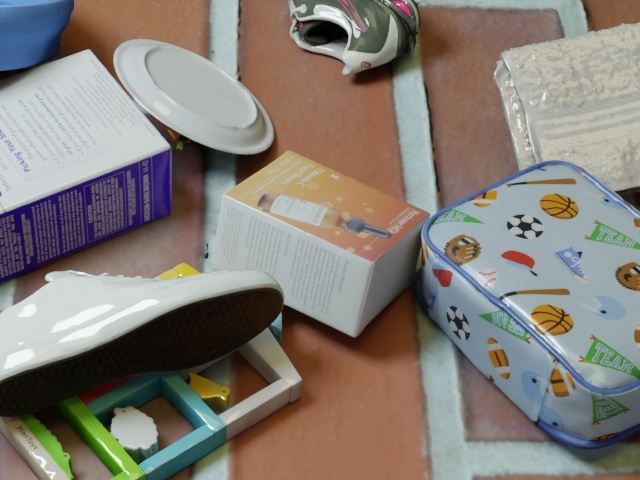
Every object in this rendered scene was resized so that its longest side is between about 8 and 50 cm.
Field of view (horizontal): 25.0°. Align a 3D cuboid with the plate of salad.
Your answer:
[{"bbox_3d":[-0.143,-0.153,1.597,0.200,0.048,0.200,26,28,-15],"label":"plate of salad"}]

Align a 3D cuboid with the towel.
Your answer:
[{"bbox_3d":[0.340,-0.147,1.569,0.282,0.049,0.187,-14,78,-1],"label":"towel"}]

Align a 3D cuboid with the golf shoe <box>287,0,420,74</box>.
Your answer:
[{"bbox_3d":[-0.005,-0.301,1.744,0.120,0.105,0.273,-36,57,-24],"label":"golf shoe"}]

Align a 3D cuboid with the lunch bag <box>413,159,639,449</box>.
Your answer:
[{"bbox_3d":[0.256,0.058,1.401,0.243,0.115,0.303,-23,51,-27],"label":"lunch bag"}]

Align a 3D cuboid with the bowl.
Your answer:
[{"bbox_3d":[-0.469,-0.256,1.572,0.391,0.077,0.391,7,16,-2],"label":"bowl"}]

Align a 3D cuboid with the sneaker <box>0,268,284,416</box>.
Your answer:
[{"bbox_3d":[-0.182,0.059,1.326,0.290,0.106,0.123,-15,51,-16],"label":"sneaker"}]

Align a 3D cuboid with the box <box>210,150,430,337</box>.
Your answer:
[{"bbox_3d":[0.000,0.000,1.432,0.170,0.091,0.130,24,33,19],"label":"box"}]

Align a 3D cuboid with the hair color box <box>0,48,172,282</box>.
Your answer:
[{"bbox_3d":[-0.342,-0.057,1.475,0.339,0.110,0.185,-22,52,-26],"label":"hair color box"}]

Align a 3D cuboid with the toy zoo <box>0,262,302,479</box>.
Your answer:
[{"bbox_3d":[-0.155,0.127,1.359,0.293,0.030,0.192,-29,54,-29],"label":"toy zoo"}]
